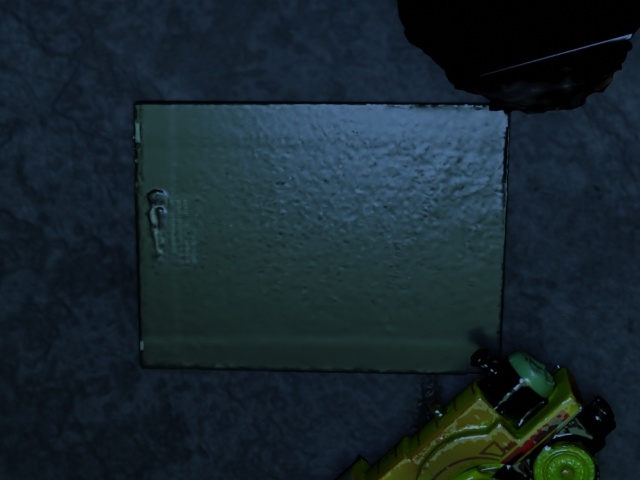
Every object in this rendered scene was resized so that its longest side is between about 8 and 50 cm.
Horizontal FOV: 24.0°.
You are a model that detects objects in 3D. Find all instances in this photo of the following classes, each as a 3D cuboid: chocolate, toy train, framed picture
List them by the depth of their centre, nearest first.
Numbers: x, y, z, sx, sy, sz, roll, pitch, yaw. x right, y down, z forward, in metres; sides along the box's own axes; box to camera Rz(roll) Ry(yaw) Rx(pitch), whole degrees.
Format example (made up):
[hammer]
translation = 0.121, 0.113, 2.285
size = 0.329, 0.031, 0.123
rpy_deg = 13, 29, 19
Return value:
[chocolate]
translation = 0.192, -0.187, 1.264
size = 0.224, 0.206, 0.177
rpy_deg = -13, 149, 16
[framed picture]
translation = 0.000, 0.000, 1.369
size = 0.338, 0.014, 0.255
rpy_deg = 0, 105, 2
[toy train]
translation = 0.127, 0.219, 1.377
size = 0.296, 0.100, 0.160
rpy_deg = -42, 98, 12
